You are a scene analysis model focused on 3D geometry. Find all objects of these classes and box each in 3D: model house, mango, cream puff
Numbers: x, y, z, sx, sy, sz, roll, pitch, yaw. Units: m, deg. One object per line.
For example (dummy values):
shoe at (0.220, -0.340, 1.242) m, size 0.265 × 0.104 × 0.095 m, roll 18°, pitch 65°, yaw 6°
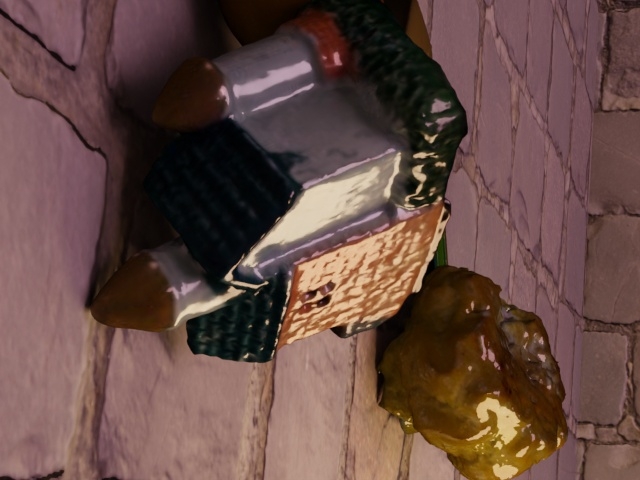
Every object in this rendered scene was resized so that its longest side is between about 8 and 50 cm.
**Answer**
model house at (-0.055, -0.025, 0.874) m, size 0.291 × 0.184 × 0.253 m, roll -26°, pitch 151°, yaw -33°
mango at (-0.025, -0.205, 1.005) m, size 0.227 × 0.099 × 0.136 m, roll 52°, pitch 38°, yaw -69°
cream puff at (0.170, 0.165, 1.411) m, size 0.282 × 0.185 × 0.282 m, roll 40°, pitch 35°, yaw -35°

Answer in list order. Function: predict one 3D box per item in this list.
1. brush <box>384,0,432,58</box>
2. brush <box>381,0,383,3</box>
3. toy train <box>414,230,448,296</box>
brush at (0.078, -0.167, 1.313) m, size 0.123 × 0.059 × 0.197 m, roll 64°, pitch 34°, yaw -54°
brush at (0.058, -0.287, 1.271) m, size 0.090 × 0.017 × 0.314 m, roll 25°, pitch 57°, yaw -28°
toy train at (0.141, 0.019, 1.493) m, size 0.044 × 0.042 × 0.209 m, roll -38°, pitch 125°, yaw -62°
